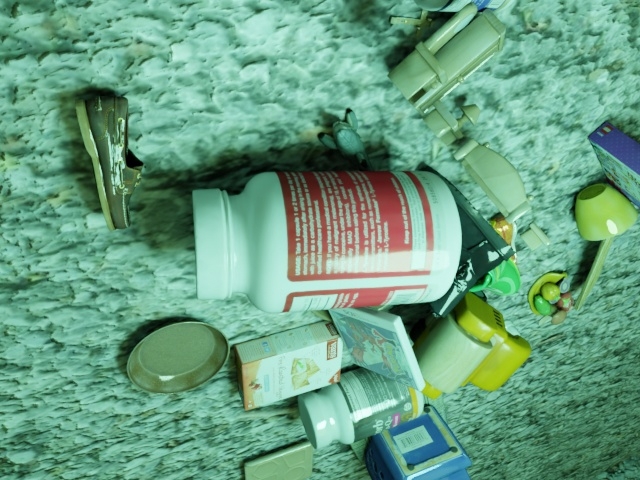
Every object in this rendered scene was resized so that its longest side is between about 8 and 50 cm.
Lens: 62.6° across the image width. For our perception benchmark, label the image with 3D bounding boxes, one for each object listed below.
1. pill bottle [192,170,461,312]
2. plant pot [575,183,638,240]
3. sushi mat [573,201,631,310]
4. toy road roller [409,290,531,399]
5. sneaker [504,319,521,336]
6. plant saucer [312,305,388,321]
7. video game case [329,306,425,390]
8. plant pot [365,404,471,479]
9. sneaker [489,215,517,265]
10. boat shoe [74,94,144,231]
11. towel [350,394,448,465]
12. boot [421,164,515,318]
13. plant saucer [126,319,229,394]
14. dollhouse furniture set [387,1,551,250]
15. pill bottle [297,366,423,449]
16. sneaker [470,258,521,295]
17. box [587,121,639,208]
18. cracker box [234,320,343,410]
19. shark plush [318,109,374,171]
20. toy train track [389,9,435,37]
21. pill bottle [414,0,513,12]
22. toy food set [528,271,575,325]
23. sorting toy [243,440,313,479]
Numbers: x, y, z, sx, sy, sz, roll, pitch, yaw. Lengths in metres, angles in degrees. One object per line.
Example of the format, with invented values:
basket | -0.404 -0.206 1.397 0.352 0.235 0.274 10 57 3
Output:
pill bottle | 0.000 0.000 0.869 0.407 0.229 0.229 -2 126 -14
plant pot | 0.665 -0.078 1.251 0.134 0.134 0.095 -35 107 1
sushi mat | 0.740 0.043 1.386 0.151 0.019 0.317 -42 144 -27
toy road roller | 0.347 0.244 1.185 0.240 0.329 0.202 36 109 5
sneaker | 0.528 0.332 1.506 0.080 0.094 0.212 -17 131 -17
plant saucer | 0.086 0.057 1.103 0.277 0.041 0.278 -14 130 -17
video game case | 0.108 0.206 1.066 0.023 0.183 0.201 -45 127 -29
plant pot | 0.265 0.602 1.430 0.236 0.236 0.212 -16 125 -13
sneaker | 0.425 0.010 1.239 0.067 0.064 0.175 -14 127 8
boat shoe | -0.292 -0.105 0.759 0.073 0.073 0.207 -10 129 -18
towel | 0.218 0.509 1.521 0.312 0.056 0.324 -24 134 -5
boot | 0.223 0.006 1.028 0.207 0.094 0.246 -42 88 12
plant saucer | -0.281 0.225 1.044 0.198 0.036 0.199 -13 129 -17
dollhouse furniture set | 0.300 -0.157 0.817 0.174 0.355 0.303 -40 173 18
pill bottle | 0.096 0.397 1.286 0.278 0.162 0.162 -15 130 -17
sneaker | 0.347 0.069 1.176 0.295 0.124 0.109 30 139 -34
box | 0.716 -0.110 1.126 0.057 0.293 0.201 -40 134 14
cracker box | -0.068 0.276 1.172 0.232 0.067 0.156 -13 129 -19
shark plush | 0.057 -0.145 0.912 0.073 0.067 0.161 -31 133 -3
toy train track | 0.150 -0.348 0.841 0.083 0.014 0.048 -5 126 -24
pill bottle | 0.191 -0.392 0.762 0.186 0.112 0.112 -8 128 -22
toy food set | 0.661 0.175 1.468 0.128 0.071 0.218 -36 133 2
sorting toy | -0.114 0.623 1.441 0.193 0.038 0.208 -12 134 -19
